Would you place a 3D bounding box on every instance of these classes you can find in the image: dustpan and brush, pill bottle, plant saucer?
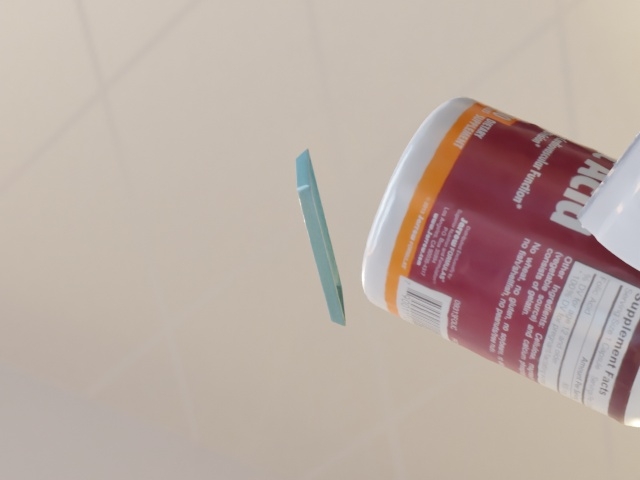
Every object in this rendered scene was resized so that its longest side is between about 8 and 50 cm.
[{"bbox_3d":[0.307,0.006,1.255,0.211,0.147,0.060,45,-126,13],"label":"dustpan and brush"},{"bbox_3d":[0.258,0.036,1.596,0.392,0.224,0.224,25,-143,16],"label":"pill bottle"},{"bbox_3d":[0.000,0.000,1.751,0.018,0.192,0.067,-11,-141,5],"label":"plant saucer"}]
